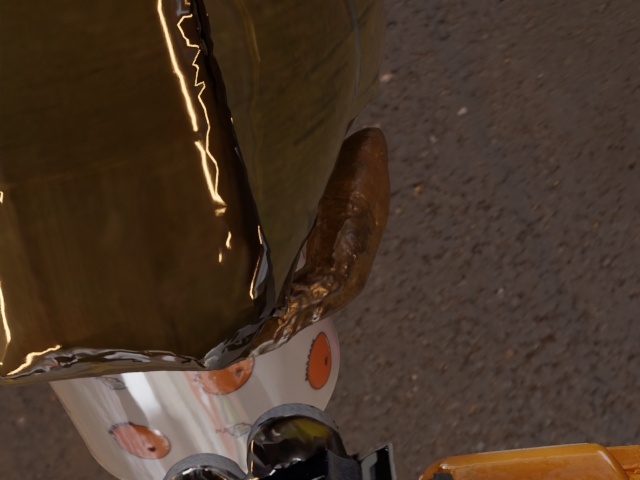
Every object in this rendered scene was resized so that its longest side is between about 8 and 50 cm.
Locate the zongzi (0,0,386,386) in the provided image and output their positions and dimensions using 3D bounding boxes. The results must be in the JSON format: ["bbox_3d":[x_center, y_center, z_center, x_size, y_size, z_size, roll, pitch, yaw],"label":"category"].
[{"bbox_3d":[-0.049,-0.163,0.531,0.160,0.360,0.323,3,117,22],"label":"zongzi"}]

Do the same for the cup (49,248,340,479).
[{"bbox_3d":[-0.124,0.000,0.920,0.212,0.212,0.317,6,139,24],"label":"cup"}]

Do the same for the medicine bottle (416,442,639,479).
[{"bbox_3d":[0.194,0.245,1.062,0.222,0.112,0.149,-3,67,-12],"label":"medicine bottle"}]

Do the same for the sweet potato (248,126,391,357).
[{"bbox_3d":[0.005,0.001,0.589,0.041,0.153,0.038,5,134,26],"label":"sweet potato"}]

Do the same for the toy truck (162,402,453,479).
[{"bbox_3d":[-0.040,0.131,0.413,0.192,0.083,0.092,-30,106,8],"label":"toy truck"}]
